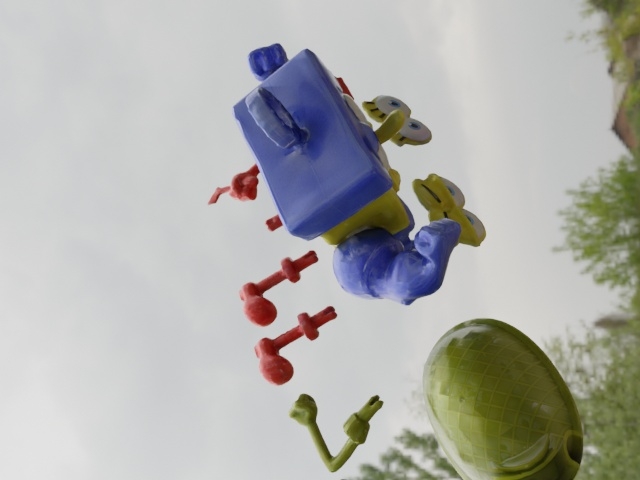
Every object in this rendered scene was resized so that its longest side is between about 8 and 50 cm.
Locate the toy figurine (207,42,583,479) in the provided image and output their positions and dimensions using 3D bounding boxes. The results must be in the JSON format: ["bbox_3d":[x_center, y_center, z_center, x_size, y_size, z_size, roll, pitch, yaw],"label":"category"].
[{"bbox_3d":[0.000,0.000,0.545,0.217,0.191,0.363,48,-164,-56],"label":"toy figurine"}]
